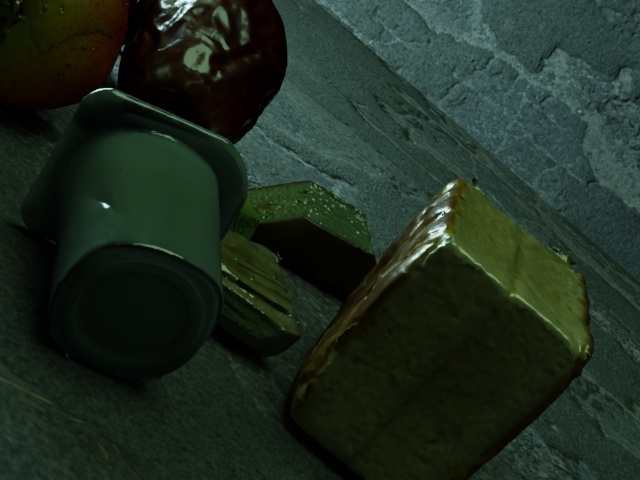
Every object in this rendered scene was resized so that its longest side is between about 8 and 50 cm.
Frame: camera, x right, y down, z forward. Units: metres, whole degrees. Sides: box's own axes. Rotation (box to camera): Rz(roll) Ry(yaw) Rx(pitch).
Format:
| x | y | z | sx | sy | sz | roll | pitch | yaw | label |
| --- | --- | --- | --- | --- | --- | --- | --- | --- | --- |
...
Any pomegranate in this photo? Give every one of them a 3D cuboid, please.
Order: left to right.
| x | y | z | sx | sy | sz | roll | pitch | yaw | label |
| --- | --- | --- | --- | --- | --- | --- | --- | --- | --- |
| -0.320 | -0.247 | 1.368 | 0.210 | 0.210 | 0.235 | 43 | 11 | 9 | pomegranate |

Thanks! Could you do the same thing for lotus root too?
| x | y | z | sx | sy | sz | roll | pitch | yaw | label |
| --- | --- | --- | --- | --- | --- | --- | --- | --- | --- |
| -0.100 | 0.049 | 1.319 | 0.144 | 0.070 | 0.143 | 35 | 24 | -28 | lotus root |

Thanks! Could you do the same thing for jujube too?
| x | y | z | sx | sy | sz | roll | pitch | yaw | label |
| --- | --- | --- | --- | --- | --- | --- | --- | --- | --- |
| -0.157 | -0.233 | 1.627 | 0.223 | 0.223 | 0.318 | 36 | 34 | -12 | jujube |

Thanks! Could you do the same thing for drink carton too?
| x | y | z | sx | sy | sz | roll | pitch | yaw | label |
| --- | --- | --- | --- | --- | --- | --- | --- | --- | --- |
| -0.159 | 0.002 | 1.120 | 0.191 | 0.185 | 0.190 | 24 | 28 | -24 | drink carton |

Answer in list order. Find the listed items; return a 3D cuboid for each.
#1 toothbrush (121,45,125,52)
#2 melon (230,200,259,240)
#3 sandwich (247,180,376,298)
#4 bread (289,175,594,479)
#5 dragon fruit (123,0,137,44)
| x | y | z | sx | sy | sz | roll | pitch | yaw | label |
| --- | --- | --- | --- | --- | --- | --- | --- | --- | --- |
| -0.276 | -0.275 | 1.807 | 0.342 | 0.025 | 0.030 | 49 | 13 | 24 | toothbrush |
| -0.163 | -0.065 | 1.481 | 0.209 | 0.064 | 0.118 | 33 | 14 | -29 | melon |
| 0.000 | 0.000 | 1.603 | 0.258 | 0.096 | 0.094 | 30 | 26 | -21 | sandwich |
| 0.126 | 0.108 | 1.308 | 0.207 | 0.279 | 0.279 | 41 | 21 | -3 | bread |
| -0.337 | -0.411 | 1.640 | 0.302 | 0.330 | 0.240 | 42 | 40 | -2 | dragon fruit |
